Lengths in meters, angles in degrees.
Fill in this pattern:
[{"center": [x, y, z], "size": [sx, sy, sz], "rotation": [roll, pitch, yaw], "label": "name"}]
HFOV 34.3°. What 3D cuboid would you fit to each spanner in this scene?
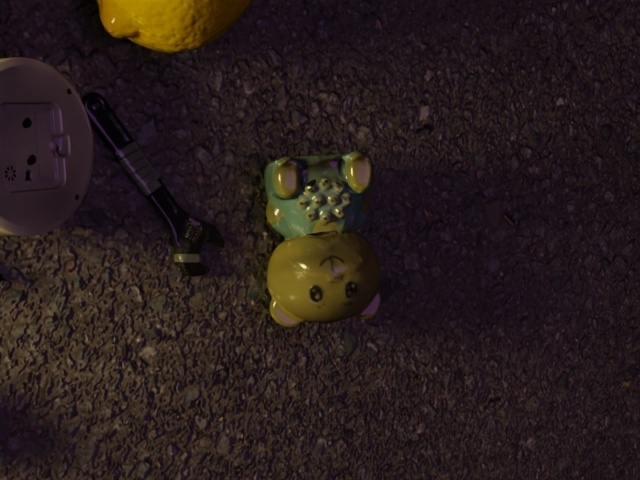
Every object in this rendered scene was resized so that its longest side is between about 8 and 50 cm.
[{"center": [-0.245, -0.085, 1.521], "size": [0.087, 0.024, 0.316], "rotation": [-43, 110, -27], "label": "spanner"}]

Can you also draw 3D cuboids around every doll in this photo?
[{"center": [0.000, 0.000, 1.595], "size": [0.177, 0.161, 0.261], "rotation": [-6, 91, -13], "label": "doll"}]

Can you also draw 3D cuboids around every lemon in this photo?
[{"center": [-0.196, -0.382, 1.430], "size": [0.233, 0.233, 0.288], "rotation": [49, 66, -23], "label": "lemon"}]

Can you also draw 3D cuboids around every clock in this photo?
[{"center": [-0.396, -0.119, 1.340], "size": [0.230, 0.083, 0.230], "rotation": [-6, 97, -59], "label": "clock"}]

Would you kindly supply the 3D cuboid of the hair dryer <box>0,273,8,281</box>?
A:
[{"center": [-0.510, -0.022, 1.323], "size": [0.271, 0.091, 0.236], "rotation": [37, 81, -42], "label": "hair dryer"}]
